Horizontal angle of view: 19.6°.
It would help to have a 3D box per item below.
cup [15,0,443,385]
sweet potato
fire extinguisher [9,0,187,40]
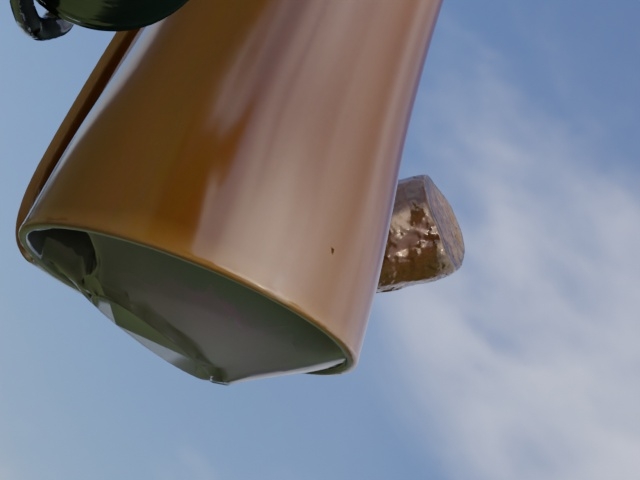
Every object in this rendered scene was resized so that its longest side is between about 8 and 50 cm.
[{"bbox_3d":[-0.048,-0.064,0.975,0.226,0.264,0.182,8,-21,39],"label":"cup"},{"bbox_3d":[0.000,0.000,1.445,0.097,0.251,0.097,174,-90,-73],"label":"sweet potato"},{"bbox_3d":[-0.074,-0.136,0.687,0.093,0.118,0.294,33,-15,-6],"label":"fire extinguisher"}]
